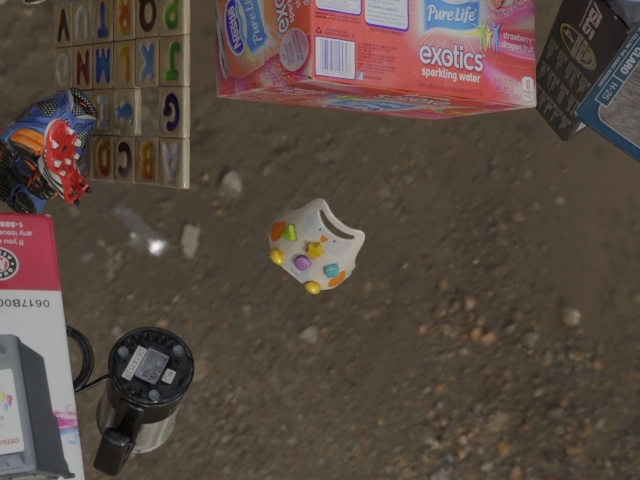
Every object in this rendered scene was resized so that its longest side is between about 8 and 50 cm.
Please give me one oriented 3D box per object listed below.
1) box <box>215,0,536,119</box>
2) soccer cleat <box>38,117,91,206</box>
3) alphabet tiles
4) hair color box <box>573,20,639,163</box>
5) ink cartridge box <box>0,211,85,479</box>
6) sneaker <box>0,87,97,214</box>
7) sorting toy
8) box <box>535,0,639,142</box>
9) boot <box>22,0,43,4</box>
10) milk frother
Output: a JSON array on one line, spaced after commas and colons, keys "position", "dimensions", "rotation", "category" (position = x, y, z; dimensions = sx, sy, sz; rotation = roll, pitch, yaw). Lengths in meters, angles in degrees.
[{"position": [0.057, -0.204, 1.173], "dimensions": [0.300, 0.142, 0.154], "rotation": [-1, 90, -41], "category": "box"}, {"position": [-0.182, -0.056, 0.851], "dimensions": [0.036, 0.083, 0.029], "rotation": [30, 63, 21], "category": "soccer cleat"}, {"position": [-0.172, -0.148, 1.042], "dimensions": [0.009, 0.237, 0.198], "rotation": [-4, 97, -36], "category": "alphabet tiles"}, {"position": [0.358, -0.104, 0.985], "dimensions": [0.105, 0.174, 0.347], "rotation": [43, 16, 34], "category": "hair color box"}, {"position": [-0.298, 0.136, 0.899], "dimensions": [0.226, 0.131, 0.306], "rotation": [1, 60, -28], "category": "ink cartridge box"}, {"position": [-0.245, -0.076, 1.078], "dimensions": [0.083, 0.221, 0.087], "rotation": [46, 67, -18], "category": "sneaker"}, {"position": [0.000, 0.000, 1.078], "dimensions": [0.083, 0.075, 0.045], "rotation": [39, 39, -3], "category": "sorting toy"}, {"position": [0.397, -0.286, 1.385], "dimensions": [0.318, 0.395, 0.097], "rotation": [-35, 79, -6], "category": "box"}, {"position": [-0.245, -0.231, 0.999], "dimensions": [0.042, 0.118, 0.087], "rotation": [22, 51, -73], "category": "boot"}, {"position": [-0.213, 0.145, 1.231], "dimensions": [0.143, 0.134, 0.129], "rotation": [40, 57, 9], "category": "milk frother"}]
